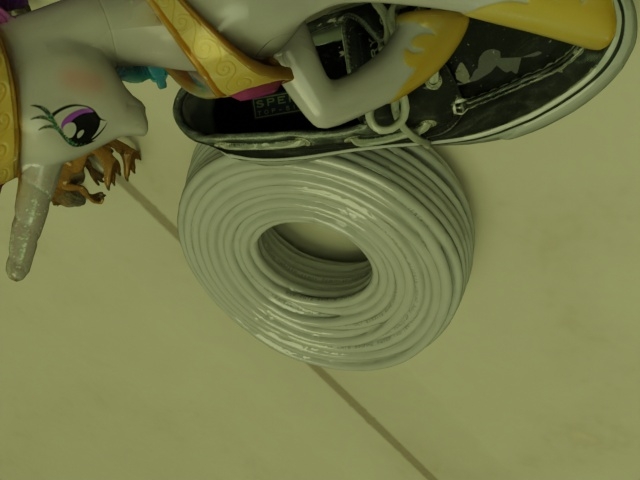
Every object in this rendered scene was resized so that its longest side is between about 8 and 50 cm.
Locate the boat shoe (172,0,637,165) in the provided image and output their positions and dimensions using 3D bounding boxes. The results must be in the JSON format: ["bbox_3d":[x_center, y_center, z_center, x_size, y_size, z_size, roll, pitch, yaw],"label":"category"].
[{"bbox_3d":[0.048,-0.115,0.671,0.306,0.105,0.113,-5,90,21],"label":"boat shoe"}]

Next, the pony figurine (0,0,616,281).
[{"bbox_3d":[-0.067,-0.193,0.511,0.303,0.363,0.351,-175,67,-73],"label":"pony figurine"}]

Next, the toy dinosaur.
[{"bbox_3d":[-0.222,-0.087,0.887,0.112,0.064,0.212,15,137,10],"label":"toy dinosaur"}]

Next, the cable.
[{"bbox_3d":[0.000,0.000,0.861,0.257,0.089,0.257,24,138,-1],"label":"cable"}]

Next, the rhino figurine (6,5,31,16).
[{"bbox_3d":[-0.347,-0.230,0.786,0.243,0.073,0.106,15,141,10],"label":"rhino figurine"}]
